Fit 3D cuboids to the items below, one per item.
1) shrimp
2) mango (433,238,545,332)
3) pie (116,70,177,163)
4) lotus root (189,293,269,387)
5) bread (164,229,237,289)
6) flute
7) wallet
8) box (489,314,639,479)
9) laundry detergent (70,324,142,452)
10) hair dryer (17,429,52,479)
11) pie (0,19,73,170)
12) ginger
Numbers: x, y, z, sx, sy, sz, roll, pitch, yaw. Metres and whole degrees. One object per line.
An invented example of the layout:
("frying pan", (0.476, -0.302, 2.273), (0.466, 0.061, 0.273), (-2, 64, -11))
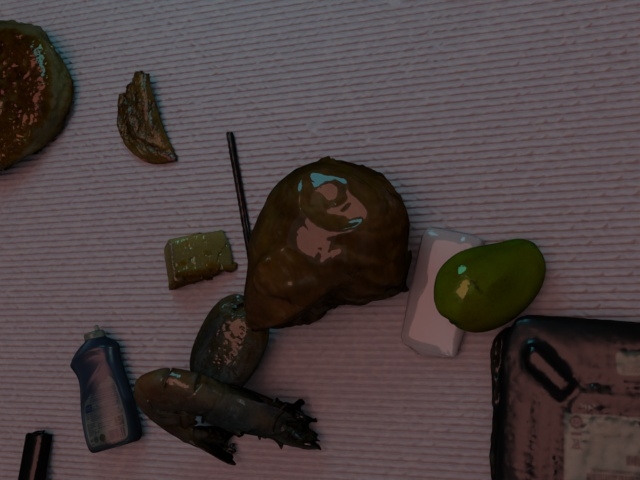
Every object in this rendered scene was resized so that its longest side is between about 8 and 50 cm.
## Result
("shrimp", (-0.150, 0.280, 1.167), (0.178, 0.289, 0.075), (-53, 26, 43))
("mango", (0.235, 0.064, 1.054), (0.163, 0.089, 0.117), (-12, 97, -10))
("pie", (-0.305, -0.204, 1.315), (0.092, 0.034, 0.170), (-16, 87, 16))
("lotus root", (-0.149, 0.178, 1.197), (0.113, 0.088, 0.192), (35, 102, 36))
("bread", (-0.201, 0.028, 1.270), (0.109, 0.080, 0.084), (-11, 81, -17))
("flute", (-0.126, -0.049, 1.249), (0.014, 0.014, 0.270), (-13, 82, 19))
("wallet", (0.175, 0.078, 1.122), (0.095, 0.033, 0.190), (14, 91, 22))
("box", (0.398, 0.277, 0.998), (0.358, 0.091, 0.351), (1, 87, 18))
("laundry detergent", (-0.364, 0.244, 1.289), (0.096, 0.061, 0.207), (-18, 80, 20))
("hair dryer", (-0.496, 0.454, 1.317), (0.197, 0.089, 0.252), (-2, 79, 20))
("pie", (-0.599, -0.261, 1.396), (0.314, 0.092, 0.316), (-1, 87, 18))
("ginger", (-0.002, 0.000, 1.102), (0.269, 0.200, 0.223), (-16, 83, 18))
